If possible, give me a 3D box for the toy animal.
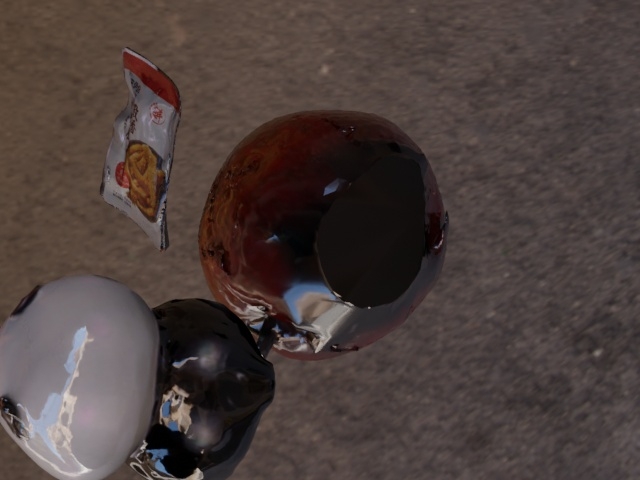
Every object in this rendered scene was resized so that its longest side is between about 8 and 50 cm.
[{"bbox_3d":[-0.181,0.125,1.287,0.165,0.235,0.187,-35,51,52],"label":"toy animal"}]

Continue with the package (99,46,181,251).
[{"bbox_3d":[-0.230,-0.119,1.860,0.154,0.030,0.239,40,129,38],"label":"package"}]

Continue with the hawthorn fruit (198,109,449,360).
[{"bbox_3d":[0.009,-0.014,1.615,0.316,0.316,0.316,6,102,27],"label":"hawthorn fruit"}]
